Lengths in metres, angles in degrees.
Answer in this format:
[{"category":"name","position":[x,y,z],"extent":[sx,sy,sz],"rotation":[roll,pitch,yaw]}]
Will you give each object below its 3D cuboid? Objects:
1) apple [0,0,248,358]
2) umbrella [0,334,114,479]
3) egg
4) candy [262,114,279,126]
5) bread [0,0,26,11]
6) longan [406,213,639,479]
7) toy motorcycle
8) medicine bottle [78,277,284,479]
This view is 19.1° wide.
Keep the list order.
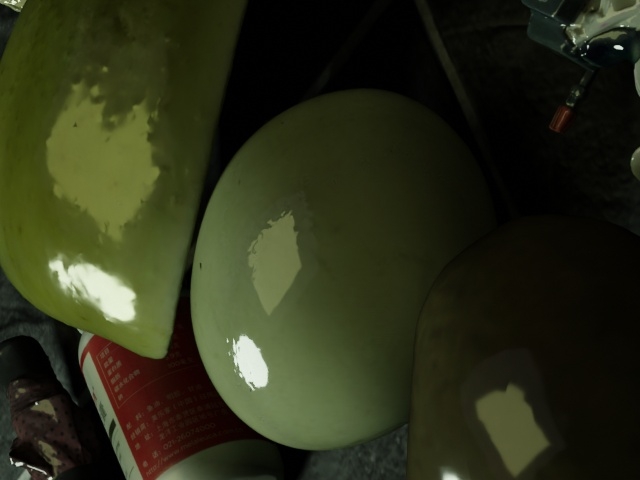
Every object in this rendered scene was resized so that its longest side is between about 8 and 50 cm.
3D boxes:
[{"category":"apple","position":[-0.119,-0.102,1.505],"extent":[0.320,0.311,0.360],"rotation":[17,97,40]},{"category":"umbrella","position":[-0.248,0.229,1.890],"extent":[0.326,0.094,0.090],"rotation":[63,-175,28]},{"category":"egg","position":[0.017,0.022,1.349],"extent":[0.219,0.219,0.269],"rotation":[48,134,43]},{"category":"candy","position":[0.000,0.000,1.514],"extent":[0.097,0.062,0.195],"rotation":[15,106,56]},{"category":"bread","position":[-0.252,-0.302,1.786],"extent":[0.134,0.148,0.141],"rotation":[40,129,24]},{"category":"longan","position":[0.151,0.115,1.160],"extent":[0.246,0.215,0.246],"rotation":[-35,42,39]},{"category":"toy motorcycle","position":[0.209,-0.115,1.165],"extent":[0.221,0.102,0.150],"rotation":[35,101,46]},{"category":"medicine bottle","position":[-0.131,0.133,1.663],"extent":[0.250,0.131,0.131],"rotation":[62,139,31]}]
